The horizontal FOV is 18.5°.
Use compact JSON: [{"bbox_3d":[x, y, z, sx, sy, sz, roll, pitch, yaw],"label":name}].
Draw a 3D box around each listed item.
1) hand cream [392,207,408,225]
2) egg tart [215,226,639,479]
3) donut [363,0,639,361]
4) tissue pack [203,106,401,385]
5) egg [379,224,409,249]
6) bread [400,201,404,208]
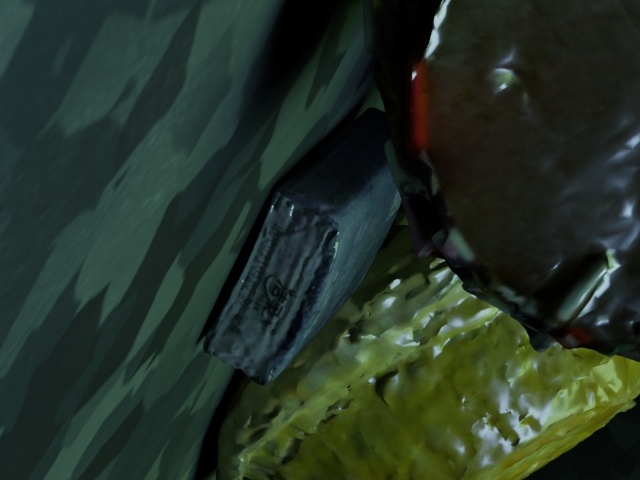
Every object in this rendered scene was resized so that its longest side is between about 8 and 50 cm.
[{"bbox_3d":[0.062,-0.005,1.647,0.102,0.022,0.035,-55,174,11],"label":"hand cream"},{"bbox_3d":[0.099,0.096,1.383,0.388,0.169,0.388,-32,165,-10],"label":"egg tart"},{"bbox_3d":[0.143,-0.100,0.829,0.136,0.259,0.345,-106,-163,-59],"label":"donut"},{"bbox_3d":[0.000,0.000,1.090,0.112,0.051,0.156,-66,171,27],"label":"tissue pack"},{"bbox_3d":[0.061,0.026,1.516,0.080,0.080,0.096,-58,161,-9],"label":"egg"},{"bbox_3d":[0.092,-0.085,1.327,0.187,0.065,0.103,-42,163,-57],"label":"bread"}]
